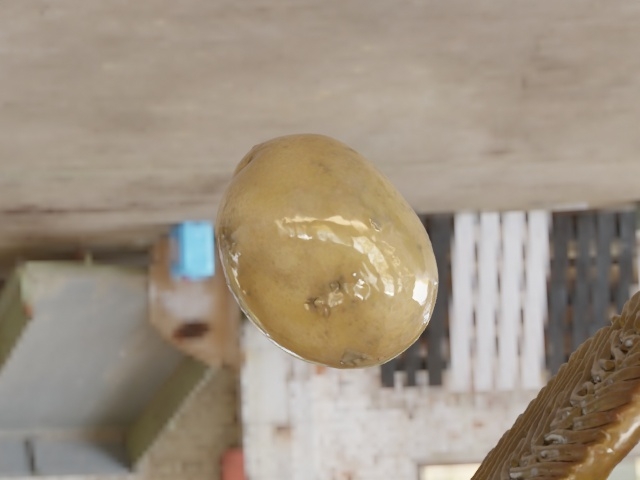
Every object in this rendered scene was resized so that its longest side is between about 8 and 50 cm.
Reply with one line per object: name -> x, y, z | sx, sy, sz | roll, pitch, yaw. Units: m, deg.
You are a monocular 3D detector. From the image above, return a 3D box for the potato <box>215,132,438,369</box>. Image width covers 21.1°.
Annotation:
potato -> 0.003, 0.001, 0.930 | 0.112, 0.147, 0.112 | -34, 154, -19

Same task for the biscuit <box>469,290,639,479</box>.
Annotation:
biscuit -> 0.198, 0.124, 1.287 | 0.040, 0.318, 0.318 | 42, 167, 0
